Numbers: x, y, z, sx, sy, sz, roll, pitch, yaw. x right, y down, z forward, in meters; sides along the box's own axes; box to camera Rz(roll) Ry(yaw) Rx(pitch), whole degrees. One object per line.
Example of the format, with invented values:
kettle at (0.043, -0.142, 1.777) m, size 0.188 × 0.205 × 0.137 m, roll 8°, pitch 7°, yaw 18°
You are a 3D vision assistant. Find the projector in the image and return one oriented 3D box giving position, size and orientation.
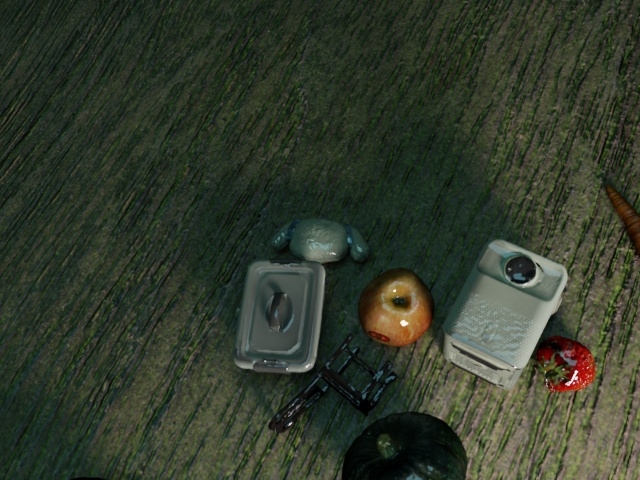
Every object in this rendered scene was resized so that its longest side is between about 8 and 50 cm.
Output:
projector at (0.329, 0.124, 1.054) m, size 0.163 × 0.177 × 0.242 m, roll 27°, pitch 72°, yaw 21°

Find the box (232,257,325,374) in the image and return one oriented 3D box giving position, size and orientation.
box at (-0.071, 0.154, 1.150) m, size 0.162 × 0.130 × 0.227 m, roll 1°, pitch 63°, yaw 13°

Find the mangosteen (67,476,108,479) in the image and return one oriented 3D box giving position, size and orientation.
mangosteen at (-0.398, 0.538, 1.005) m, size 0.257 × 0.215 × 0.215 m, roll 46°, pitch 79°, yaw -5°

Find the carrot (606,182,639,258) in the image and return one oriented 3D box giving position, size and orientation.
carrot at (0.615, -0.030, 1.147) m, size 0.048 × 0.048 × 0.216 m, roll -17°, pitch 58°, yaw 4°

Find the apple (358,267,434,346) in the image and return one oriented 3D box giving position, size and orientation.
apple at (0.144, 0.126, 1.117) m, size 0.146 × 0.131 × 0.146 m, roll -2°, pitch 64°, yaw 4°

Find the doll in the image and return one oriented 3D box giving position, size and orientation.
doll at (0.000, 0.000, 1.241) m, size 0.214 × 0.071 × 0.103 m, roll 5°, pitch 67°, yaw 10°

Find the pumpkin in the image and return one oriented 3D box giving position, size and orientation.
pumpkin at (0.135, 0.375, 0.963) m, size 0.211 × 0.211 × 0.152 m, roll -30°, pitch 96°, yaw -4°

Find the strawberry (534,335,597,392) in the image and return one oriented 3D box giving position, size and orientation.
strawberry at (0.436, 0.217, 1.037) m, size 0.106 × 0.106 × 0.106 m, roll -5°, pitch 64°, yaw 10°

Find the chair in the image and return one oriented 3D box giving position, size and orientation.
chair at (0.025, 0.293, 1.076) m, size 0.113 × 0.106 × 0.229 m, roll 36°, pitch 77°, yaw 27°
